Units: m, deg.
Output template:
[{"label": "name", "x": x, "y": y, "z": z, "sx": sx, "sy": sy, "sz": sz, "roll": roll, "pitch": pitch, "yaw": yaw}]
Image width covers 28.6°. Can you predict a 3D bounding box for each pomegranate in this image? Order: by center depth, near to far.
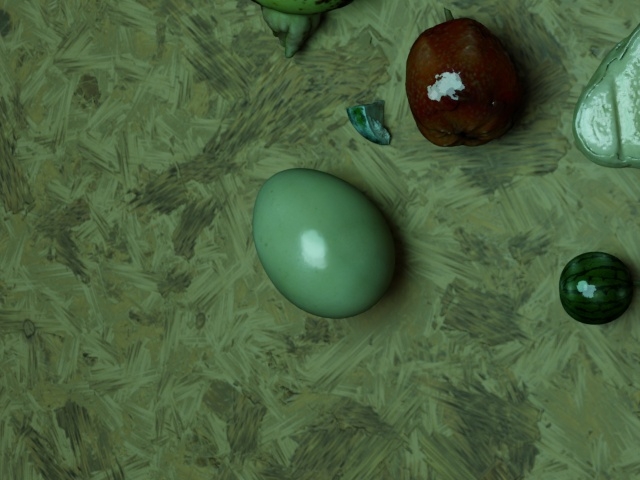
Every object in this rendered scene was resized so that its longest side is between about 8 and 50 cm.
[{"label": "pomegranate", "x": -0.039, "y": -0.389, "z": 1.816, "sx": 0.222, "sy": 0.204, "sz": 0.276, "roll": 26, "pitch": 113, "yaw": 12}]

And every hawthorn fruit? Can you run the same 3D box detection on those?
[{"label": "hawthorn fruit", "x": 0.198, "y": -0.215, "z": 1.712, "sx": 0.173, "sy": 0.179, "sz": 0.173, "roll": 12, "pitch": 139, "yaw": 11}]

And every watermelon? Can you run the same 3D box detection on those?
[{"label": "watermelon", "x": 0.369, "y": 0.061, "z": 1.667, "sx": 0.109, "sy": 0.109, "sz": 0.109, "roll": 4, "pitch": 98, "yaw": 32}, {"label": "watermelon", "x": 0.079, "y": -0.180, "z": 1.864, "sx": 0.085, "sy": 0.085, "sz": 0.061, "roll": 39, "pitch": 85, "yaw": 23}]

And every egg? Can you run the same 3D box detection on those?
[{"label": "egg", "x": 0.000, "y": 0.000, "z": 1.843, "sx": 0.253, "sy": 0.188, "sz": 0.188, "roll": 50, "pitch": 119, "yaw": 28}]

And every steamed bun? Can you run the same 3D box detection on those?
[{"label": "steamed bun", "x": 0.424, "y": -0.175, "z": 1.596, "sx": 0.212, "sy": 0.110, "sz": 0.231, "roll": -16, "pitch": 84, "yaw": 16}]
